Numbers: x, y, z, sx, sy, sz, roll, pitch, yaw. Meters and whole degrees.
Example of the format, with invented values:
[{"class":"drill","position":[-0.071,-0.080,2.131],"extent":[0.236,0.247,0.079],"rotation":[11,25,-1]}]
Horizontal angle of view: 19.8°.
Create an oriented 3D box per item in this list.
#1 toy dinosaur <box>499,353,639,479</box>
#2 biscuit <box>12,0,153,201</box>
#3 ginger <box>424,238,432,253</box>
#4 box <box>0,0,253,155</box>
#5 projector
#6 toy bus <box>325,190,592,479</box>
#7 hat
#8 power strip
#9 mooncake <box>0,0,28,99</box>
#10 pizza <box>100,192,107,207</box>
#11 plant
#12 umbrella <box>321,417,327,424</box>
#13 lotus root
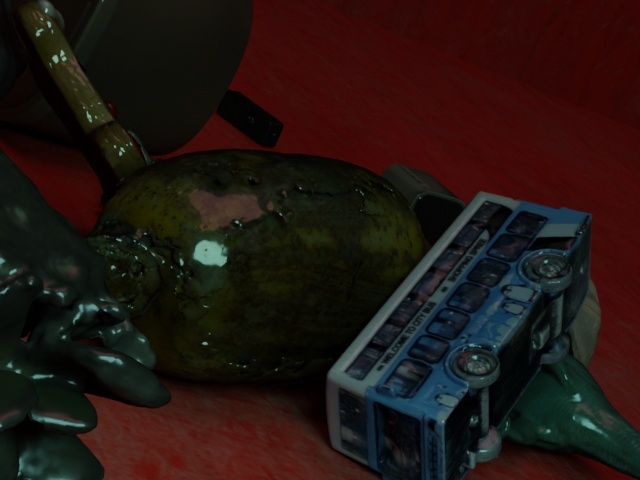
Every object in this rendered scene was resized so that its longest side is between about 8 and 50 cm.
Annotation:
[{"class":"toy dinosaur","position":[0.244,0.160,1.775],"extent":[0.331,0.129,0.383],"rotation":[29,9,-31]},{"class":"biscuit","position":[-0.184,-0.073,1.666],"extent":[0.301,0.049,0.197],"rotation":[57,-9,13]},{"class":"ginger","position":[0.084,0.028,2.000],"extent":[0.290,0.084,0.122],"rotation":[10,-2,-37]},{"class":"box","position":[-0.227,-0.241,1.996],"extent":[0.216,0.301,0.301],"rotation":[19,15,-39]},{"class":"projector","position":[0.116,-0.036,2.228],"extent":[0.083,0.083,0.082],"rotation":[15,18,-34]},{"class":"toy bus","position":[0.125,0.079,1.535],"extent":[0.131,0.106,0.297],"rotation":[18,42,26]},{"class":"hat","position":[0.243,0.035,1.953],"extent":[0.219,0.164,0.226],"rotation":[43,44,1]},{"class":"power strip","position":[-0.094,-0.162,2.425],"extent":[0.029,0.038,0.111],"rotation":[8,22,-46]},{"class":"mooncake","position":[-0.421,-0.281,1.664],"extent":[0.350,0.381,0.212],"rotation":[-6,23,-7]},{"class":"pizza","position":[-0.116,-0.017,1.804],"extent":[0.147,0.069,0.226],"rotation":[-2,20,-41]},{"class":"plant","position":[-0.244,0.047,1.148],"extent":[0.276,0.188,0.199],"rotation":[52,18,20]},{"class":"umbrella","position":[0.052,0.178,1.513],"extent":[0.122,0.013,0.022],"rotation":[33,38,25]},{"class":"lotus root","position":[-0.054,0.022,1.526],"extent":[0.179,0.196,0.397],"rotation":[10,7,38]}]
